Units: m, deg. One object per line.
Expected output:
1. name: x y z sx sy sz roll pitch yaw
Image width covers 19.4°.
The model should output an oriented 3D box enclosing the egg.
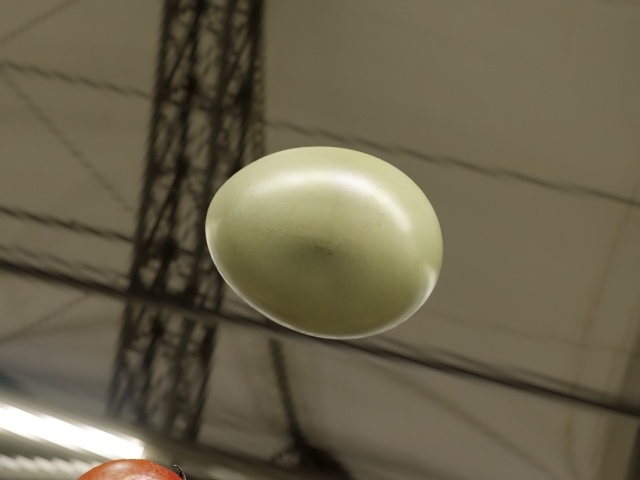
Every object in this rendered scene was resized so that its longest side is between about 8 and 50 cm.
1. egg: 0.000 0.000 1.862 0.254 0.188 0.188 11 -30 26

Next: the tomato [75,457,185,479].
1. tomato: -0.208 0.317 2.020 0.167 0.167 0.167 15 -29 9
